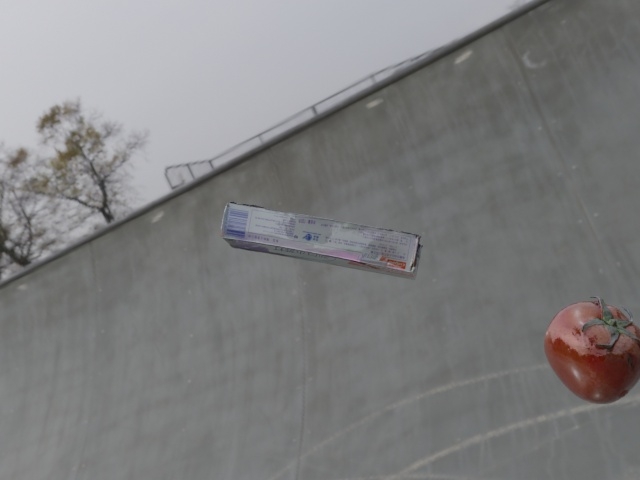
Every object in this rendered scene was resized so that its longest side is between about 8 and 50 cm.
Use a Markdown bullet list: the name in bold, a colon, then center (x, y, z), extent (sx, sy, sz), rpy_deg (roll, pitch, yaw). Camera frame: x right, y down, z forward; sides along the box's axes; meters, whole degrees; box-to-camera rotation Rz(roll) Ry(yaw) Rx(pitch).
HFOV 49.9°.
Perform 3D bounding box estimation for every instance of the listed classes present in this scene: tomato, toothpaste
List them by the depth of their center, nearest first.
- **toothpaste**: center (0.000, 0.000, 0.676), extent (0.196, 0.040, 0.047), rpy_deg (10, -10, 12)
- **tomato**: center (0.441, 0.181, 1.109), extent (0.167, 0.167, 0.167), rpy_deg (-26, 3, 1)
